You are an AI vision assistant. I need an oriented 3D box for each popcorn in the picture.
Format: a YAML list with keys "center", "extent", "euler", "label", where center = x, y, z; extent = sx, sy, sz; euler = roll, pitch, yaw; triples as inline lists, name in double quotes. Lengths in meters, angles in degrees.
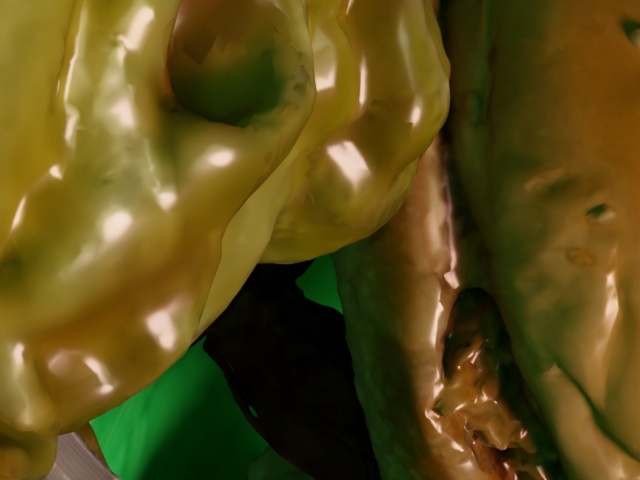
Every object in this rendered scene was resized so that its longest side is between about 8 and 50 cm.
- center: [-0.081, -0.066, 0.472]
  extent: [0.286, 0.174, 0.225]
  euler: [-31, 131, -45]
  label: "popcorn"

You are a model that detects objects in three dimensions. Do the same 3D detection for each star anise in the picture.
- center: [-0.007, 0.000, 0.708]
  extent: [0.140, 0.158, 0.144]
  euler: [25, 132, -30]
  label: "star anise"

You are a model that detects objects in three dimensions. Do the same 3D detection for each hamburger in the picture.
- center: [0.099, -0.025, 0.721]
  extent: [0.318, 0.158, 0.318]
  euler: [-9, 90, -68]
  label: "hamburger"

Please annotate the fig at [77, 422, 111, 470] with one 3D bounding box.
- center: [-0.086, 0.152, 0.690]
  extent: [0.133, 0.126, 0.185]
  euler: [0, 115, -45]
  label: "fig"

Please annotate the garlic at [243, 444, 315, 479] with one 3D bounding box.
- center: [0.015, 0.218, 0.906]
  extent: [0.231, 0.246, 0.340]
  euler: [-22, 170, 9]
  label: "garlic"

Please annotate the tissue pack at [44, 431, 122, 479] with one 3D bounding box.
- center: [-0.123, 0.135, 0.620]
  extent: [0.193, 0.122, 0.026]
  euler: [-46, 175, -34]
  label: "tissue pack"
